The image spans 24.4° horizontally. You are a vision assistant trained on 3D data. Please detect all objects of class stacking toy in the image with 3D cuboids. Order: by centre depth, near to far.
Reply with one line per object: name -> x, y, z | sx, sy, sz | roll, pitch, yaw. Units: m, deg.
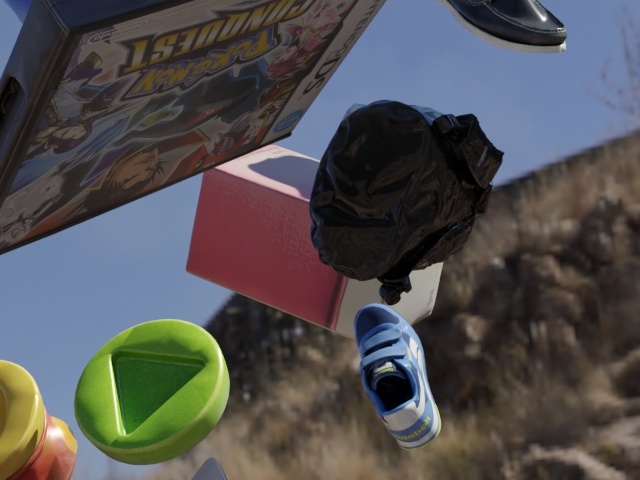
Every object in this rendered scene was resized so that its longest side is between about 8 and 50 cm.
stacking toy -> -0.179, 0.224, 1.217 | 0.279, 0.309, 0.130 | -21, -43, 3

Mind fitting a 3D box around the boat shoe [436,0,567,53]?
boat shoe -> 0.182, -0.267, 1.569 | 0.084, 0.233, 0.079 | -9, -52, -27

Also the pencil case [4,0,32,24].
pencil case -> -0.200, -0.225, 1.127 | 0.133, 0.306, 0.119 | 17, -63, -49

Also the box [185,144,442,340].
box -> 0.000, 0.000, 1.542 | 0.232, 0.127, 0.148 | 20, 20, 23

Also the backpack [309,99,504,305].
backpack -> 0.066, -0.045, 1.140 | 0.115, 0.152, 0.182 | 28, 15, 19

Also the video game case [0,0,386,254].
video game case -> -0.078, -0.097, 0.878 | 0.275, 0.035, 0.248 | -26, -14, -36

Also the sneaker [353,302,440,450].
sneaker -> 0.060, 0.106, 1.259 | 0.053, 0.144, 0.059 | -31, -38, 12
